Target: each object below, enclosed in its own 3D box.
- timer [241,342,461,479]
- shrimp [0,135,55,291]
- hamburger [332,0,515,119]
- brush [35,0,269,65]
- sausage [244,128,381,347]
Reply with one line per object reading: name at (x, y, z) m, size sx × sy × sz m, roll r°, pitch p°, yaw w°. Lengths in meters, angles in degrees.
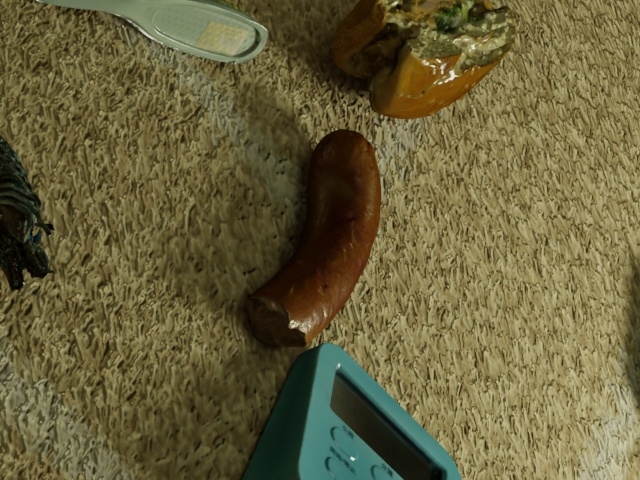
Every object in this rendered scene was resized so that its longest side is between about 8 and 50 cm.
timer at (0.049, 0.238, 1.786) m, size 0.232 × 0.091 × 0.250 m, roll 44°, pitch 39°, yaw -20°
shrimp at (-0.272, -0.038, 1.607) m, size 0.076 × 0.082 × 0.174 m, roll -8°, pitch 67°, yaw -44°
hamburger at (0.120, -0.216, 2.076) m, size 0.144 × 0.156 × 0.283 m, roll 47°, pitch 32°, yaw 13°
brush at (-0.181, -0.247, 1.849) m, size 0.296 × 0.068 × 0.060 m, roll 13°, pitch 39°, yaw -40°
sausage at (0.004, 0.003, 1.880) m, size 0.103 × 0.076 × 0.302 m, roll 45°, pitch 42°, yaw -20°
